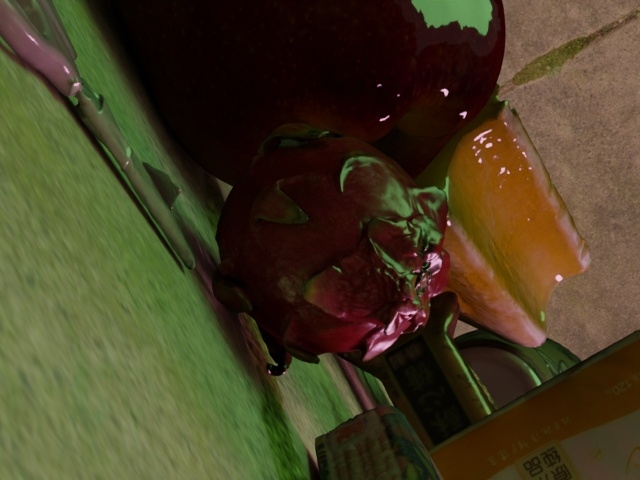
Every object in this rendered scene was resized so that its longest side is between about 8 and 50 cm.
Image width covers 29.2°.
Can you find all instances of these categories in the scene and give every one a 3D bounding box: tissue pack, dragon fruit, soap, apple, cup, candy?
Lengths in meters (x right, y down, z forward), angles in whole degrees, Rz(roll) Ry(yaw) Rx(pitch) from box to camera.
[{"bbox_3d":[0.047,0.159,0.634,0.109,0.060,0.148,61,1,-12],"label":"tissue pack"},{"bbox_3d":[0.177,0.194,0.922,0.124,0.225,0.185,62,2,29],"label":"tissue pack"},{"bbox_3d":[0.000,0.000,0.689,0.133,0.136,0.166,62,-9,-16],"label":"dragon fruit"},{"bbox_3d":[0.085,-0.053,1.204,0.293,0.156,0.335,23,-12,32],"label":"soap"},{"bbox_3d":[-0.014,-0.188,0.893,0.288,0.288,0.317,53,17,-70],"label":"apple"},{"bbox_3d":[0.165,0.173,1.363,0.301,0.227,0.257,31,-4,21],"label":"cup"},{"bbox_3d":[0.136,0.182,1.141,0.271,0.143,0.101,61,7,12],"label":"candy"}]

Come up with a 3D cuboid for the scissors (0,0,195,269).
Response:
[{"bbox_3d":[-0.105,-0.066,0.558,0.212,0.021,0.110,58,6,-33],"label":"scissors"}]
